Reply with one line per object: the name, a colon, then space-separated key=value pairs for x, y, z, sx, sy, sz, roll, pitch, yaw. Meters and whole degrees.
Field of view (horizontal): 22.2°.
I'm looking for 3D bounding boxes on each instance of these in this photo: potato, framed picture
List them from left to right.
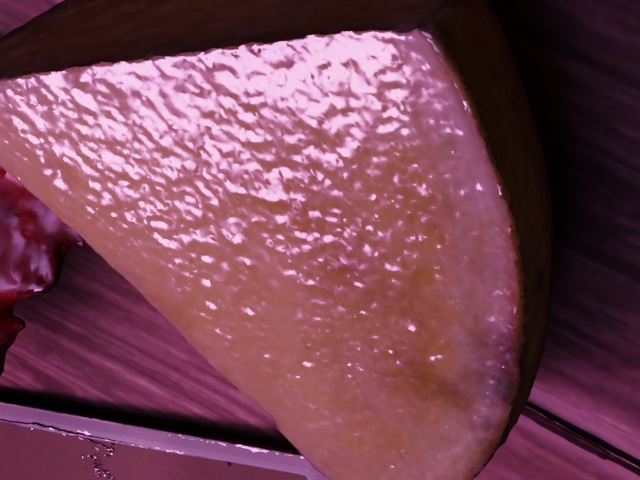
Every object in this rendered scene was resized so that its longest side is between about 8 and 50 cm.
framed picture: x=-0.090 y=0.190 z=0.989 sx=0.273 sy=0.016 sz=0.216 roll=6 pitch=126 yaw=29
potato: x=0.000 y=0.000 z=0.730 sx=0.269 sy=0.112 sz=0.255 roll=-1 pitch=125 yaw=36

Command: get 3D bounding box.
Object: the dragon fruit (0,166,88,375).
dragon fruit: x=-0.289 y=0.018 z=0.864 sx=0.282 sy=0.100 sz=0.343 roll=39 pitch=96 yaw=-3
